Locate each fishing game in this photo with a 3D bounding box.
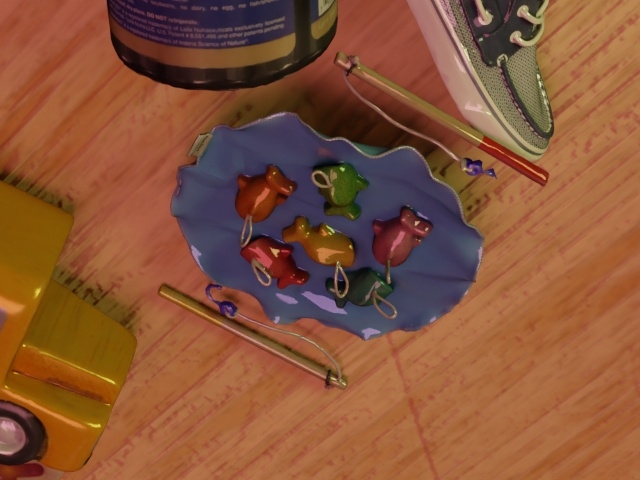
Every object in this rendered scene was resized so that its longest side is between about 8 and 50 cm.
[{"bbox_3d":[0.000,0.000,1.060,0.189,0.041,0.264,30,139,-14],"label":"fishing game"}]

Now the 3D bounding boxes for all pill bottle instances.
[{"bbox_3d":[-0.054,-0.196,0.917,0.122,0.123,0.219,2,124,7],"label":"pill bottle"}]

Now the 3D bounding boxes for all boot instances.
[{"bbox_3d":[0.099,-0.128,0.972,0.086,0.069,0.190,-19,119,26],"label":"boot"}]

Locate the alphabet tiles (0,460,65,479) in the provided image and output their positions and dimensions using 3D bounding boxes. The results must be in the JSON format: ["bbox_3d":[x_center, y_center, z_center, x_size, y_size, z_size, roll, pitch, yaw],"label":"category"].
[{"bbox_3d":[-0.345,0.205,1.301,0.285,0.011,0.342,38,121,-17],"label":"alphabet tiles"}]

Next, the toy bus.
[{"bbox_3d":[-0.265,0.010,1.099,0.332,0.108,0.130,25,122,-8],"label":"toy bus"}]
